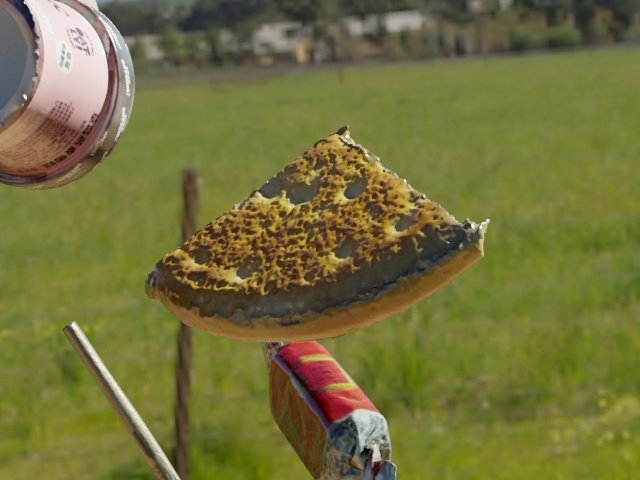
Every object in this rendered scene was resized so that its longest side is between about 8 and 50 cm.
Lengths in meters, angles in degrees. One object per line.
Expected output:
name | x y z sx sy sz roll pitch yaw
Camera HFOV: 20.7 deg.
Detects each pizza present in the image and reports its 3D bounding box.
pizza | 0.000 0.000 1.320 0.292 0.058 0.197 -11 43 26

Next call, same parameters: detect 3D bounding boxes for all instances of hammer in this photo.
hammer | -0.105 0.128 1.074 0.017 0.182 0.062 -33 -3 -23

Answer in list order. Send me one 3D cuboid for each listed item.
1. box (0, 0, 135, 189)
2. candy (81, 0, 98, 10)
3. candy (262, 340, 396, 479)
box | -0.231 -0.120 1.273 0.151 0.151 0.135 -2 -8 19
candy | -0.345 -0.204 1.584 0.295 0.296 0.185 -3 24 18
candy | 0.006 0.154 1.520 0.059 0.086 0.292 -7 27 -22
